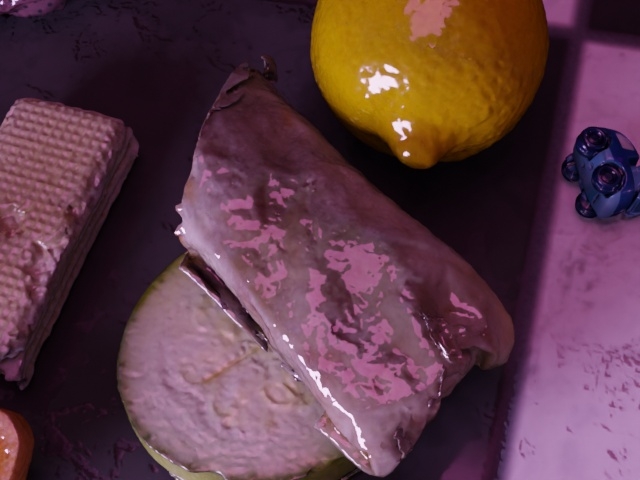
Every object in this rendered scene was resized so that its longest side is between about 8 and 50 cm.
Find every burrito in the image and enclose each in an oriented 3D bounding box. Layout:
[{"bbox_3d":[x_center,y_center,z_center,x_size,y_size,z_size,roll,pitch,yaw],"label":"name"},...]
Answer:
[{"bbox_3d":[-0.011,0.004,0.911,0.175,0.107,0.347,-25,61,-30],"label":"burrito"}]

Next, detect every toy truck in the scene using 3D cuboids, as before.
[{"bbox_3d":[0.244,-0.057,0.985,0.090,0.056,0.073,-9,64,-15],"label":"toy truck"}]

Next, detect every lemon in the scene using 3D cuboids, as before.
[{"bbox_3d":[0.086,-0.160,0.980,0.187,0.187,0.244,1,62,5],"label":"lemon"}]

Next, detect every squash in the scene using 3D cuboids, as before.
[{"bbox_3d":[-0.042,0.090,0.937,0.219,0.041,0.219,0,58,1],"label":"squash"}]

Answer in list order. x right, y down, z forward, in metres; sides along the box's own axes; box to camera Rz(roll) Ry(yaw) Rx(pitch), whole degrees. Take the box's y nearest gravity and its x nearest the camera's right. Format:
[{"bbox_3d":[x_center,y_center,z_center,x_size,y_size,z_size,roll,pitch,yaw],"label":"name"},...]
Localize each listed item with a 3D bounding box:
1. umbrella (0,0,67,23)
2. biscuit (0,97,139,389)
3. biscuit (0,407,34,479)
[{"bbox_3d":[-0.286,-0.235,1.108,0.326,0.094,0.090,-20,17,-4],"label":"umbrella"},{"bbox_3d":[-0.237,-0.005,0.989,0.108,0.062,0.238,15,64,13],"label":"biscuit"},{"bbox_3d":[-0.351,0.114,0.910,0.324,0.049,0.205,37,93,15],"label":"biscuit"}]
